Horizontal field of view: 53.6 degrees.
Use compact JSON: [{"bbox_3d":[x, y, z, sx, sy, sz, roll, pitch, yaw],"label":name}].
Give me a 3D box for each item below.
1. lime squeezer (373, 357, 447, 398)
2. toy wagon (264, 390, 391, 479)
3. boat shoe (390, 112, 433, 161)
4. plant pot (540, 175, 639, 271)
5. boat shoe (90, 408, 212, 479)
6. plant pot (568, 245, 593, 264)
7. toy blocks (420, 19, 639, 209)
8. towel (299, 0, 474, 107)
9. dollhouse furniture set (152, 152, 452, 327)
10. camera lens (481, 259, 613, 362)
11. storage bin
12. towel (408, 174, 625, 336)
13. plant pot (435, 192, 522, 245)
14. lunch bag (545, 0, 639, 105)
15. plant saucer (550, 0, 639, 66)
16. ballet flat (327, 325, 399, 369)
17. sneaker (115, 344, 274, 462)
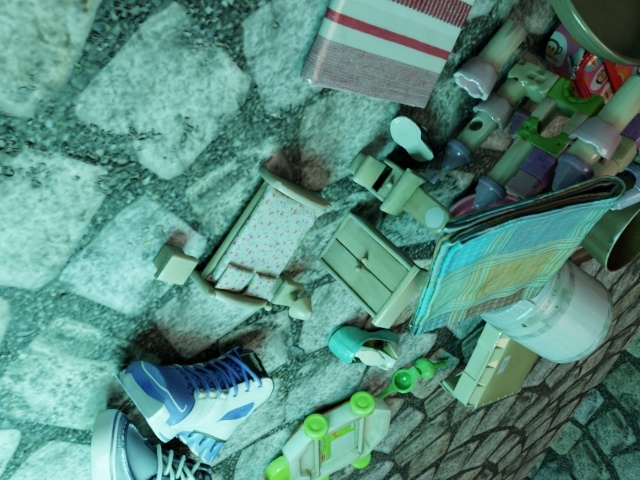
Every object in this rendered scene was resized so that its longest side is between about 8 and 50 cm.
[{"bbox_3d":[0.217,0.342,1.578,0.310,0.059,0.110,-22,171,-29],"label":"lime squeezer"},{"bbox_3d":[0.006,0.478,1.458,0.344,0.068,0.267,-20,137,-19],"label":"toy wagon"},{"bbox_3d":[0.147,-0.171,1.009,0.046,0.038,0.125,-14,150,31],"label":"boat shoe"},{"bbox_3d":[0.601,-0.086,1.373,0.215,0.230,0.216,-26,140,-24],"label":"plant pot"},{"bbox_3d":[-0.257,0.369,1.020,0.157,0.127,0.341,-1,142,-4],"label":"boat shoe"},{"bbox_3d":[0.624,-0.017,1.538,0.165,0.167,0.167,-24,140,-13],"label":"plant pot"},{"bbox_3d":[0.354,-0.135,1.044,0.260,0.288,0.309,-52,147,2],"label":"toy blocks"},{"bbox_3d":[0.120,-0.342,0.822,0.236,0.037,0.329,1,123,-42],"label":"towel"},{"bbox_3d":[0.000,0.000,0.916,0.355,0.174,0.303,19,110,-51],"label":"dollhouse furniture set"},{"bbox_3d":[0.499,0.135,1.430,0.274,0.219,0.219,30,103,-25],"label":"camera lens"},{"bbox_3d":[0.469,0.288,1.677,0.260,0.123,0.263,-2,121,-42],"label":"storage bin"},{"bbox_3d":[0.285,0.042,0.989,0.271,0.040,0.370,-16,152,-9],"label":"towel"},{"bbox_3d":[0.334,0.025,1.270,0.201,0.201,0.180,-42,159,-4],"label":"plant pot"},{"bbox_3d":[0.524,-0.338,1.159,0.258,0.120,0.293,-49,146,13],"label":"lunch bag"},{"bbox_3d":[0.413,-0.380,0.930,0.277,0.278,0.041,-16,177,-34],"label":"plant saucer"},{"bbox_3d":[0.110,0.234,1.323,0.247,0.087,0.083,18,111,-51],"label":"ballet flat"},{"bbox_3d":[-0.183,0.234,1.021,0.182,0.127,0.316,-42,151,-11],"label":"sneaker"}]
